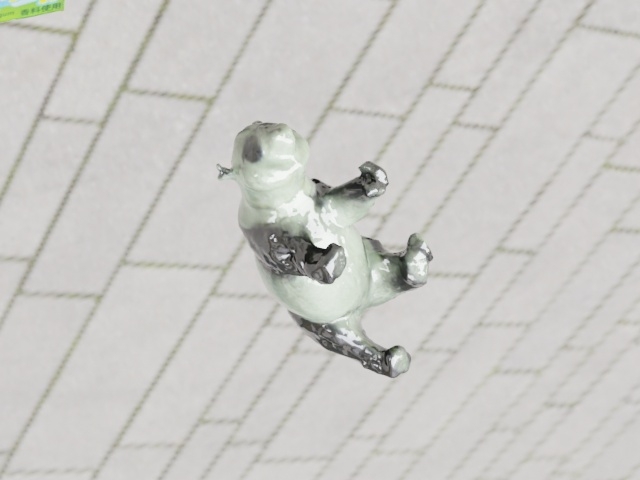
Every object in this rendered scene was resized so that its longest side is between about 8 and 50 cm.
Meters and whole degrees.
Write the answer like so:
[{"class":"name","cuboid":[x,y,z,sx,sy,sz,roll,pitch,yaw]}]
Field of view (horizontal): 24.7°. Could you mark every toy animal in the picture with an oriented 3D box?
[{"class":"toy animal","cuboid":[0.000,0.000,1.054,0.094,0.121,0.225,-57,143,-19]}]

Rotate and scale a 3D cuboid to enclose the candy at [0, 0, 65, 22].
[{"class":"candy","cuboid":[-0.283,-0.281,1.331,0.097,0.062,0.194,-14,154,-19]}]
